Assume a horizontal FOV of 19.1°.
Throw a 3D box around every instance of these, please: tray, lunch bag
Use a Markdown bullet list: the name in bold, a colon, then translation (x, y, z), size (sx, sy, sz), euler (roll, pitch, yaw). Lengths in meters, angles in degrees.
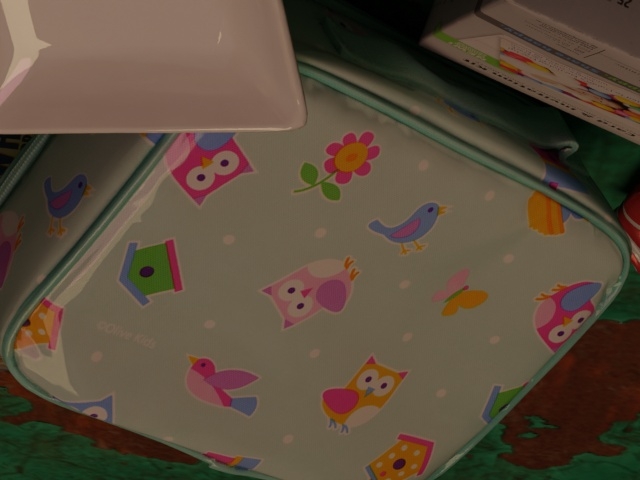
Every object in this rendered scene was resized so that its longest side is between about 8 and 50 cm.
- **tray**: translation (-0.093, -0.149, 0.686), size (0.145, 0.030, 0.270), euler (1, 134, 15)
- **lunch bag**: translation (0.000, 0.000, 0.894), size (0.279, 0.108, 0.224), euler (24, 114, -37)

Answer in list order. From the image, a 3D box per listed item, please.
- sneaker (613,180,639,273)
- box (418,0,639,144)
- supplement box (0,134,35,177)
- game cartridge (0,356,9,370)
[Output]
- **sneaker**: translation (0.208, -0.001, 0.994), size (0.118, 0.042, 0.067), euler (22, 148, -14)
- **box**: translation (0.124, -0.073, 0.754), size (0.145, 0.038, 0.186), euler (23, 179, -7)
- **supplement box**: translation (-0.137, -0.036, 0.989), size (0.083, 0.056, 0.083), euler (-3, 154, 21)
- **game cartridge**: translation (-0.148, 0.039, 1.056), size (0.198, 0.062, 0.297), euler (1, 172, 30)
